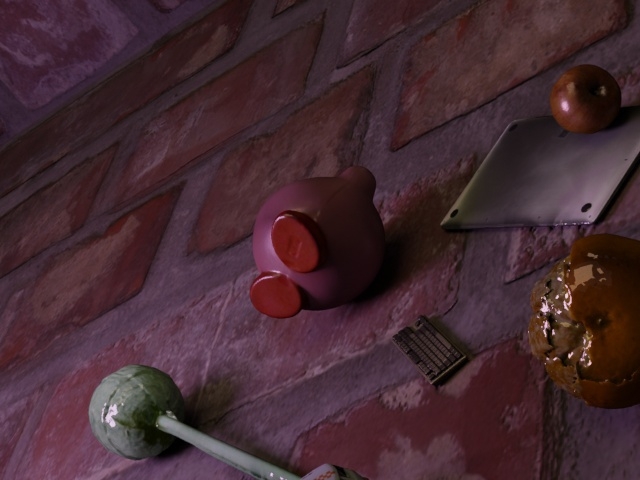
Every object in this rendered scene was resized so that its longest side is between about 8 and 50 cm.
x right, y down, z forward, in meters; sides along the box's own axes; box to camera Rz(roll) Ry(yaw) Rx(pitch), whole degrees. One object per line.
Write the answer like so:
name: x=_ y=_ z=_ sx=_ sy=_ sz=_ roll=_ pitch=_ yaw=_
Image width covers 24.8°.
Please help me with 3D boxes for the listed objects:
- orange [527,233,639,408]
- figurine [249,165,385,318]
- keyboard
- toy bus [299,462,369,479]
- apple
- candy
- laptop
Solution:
orange: x=0.262 y=0.073 z=1.305 sx=0.156 sy=0.134 sz=0.156 roll=-4 pitch=81 yaw=26
figurine: x=0.000 y=0.000 z=1.787 sx=0.173 sy=0.173 sz=0.173 roll=-34 pitch=26 yaw=19
keyboard: x=0.118 y=0.118 z=1.593 sx=0.049 sy=0.015 sz=0.129 roll=-42 pitch=24 yaw=0
toy bus: x=-0.026 y=0.296 z=1.428 sx=0.194 sy=0.089 sz=0.087 roll=-37 pitch=25 yaw=8
apple: x=0.302 y=-0.160 z=1.660 sx=0.084 sy=0.084 sz=0.071 roll=-57 pitch=1 yaw=-29
candy: x=-0.139 y=0.233 z=1.710 sx=0.440 sy=0.119 sz=0.119 roll=11 pitch=57 yaw=53
laptop: x=0.268 y=-0.084 z=1.700 sx=0.269 sy=0.015 sz=0.187 roll=-1 pitch=47 yaw=56
